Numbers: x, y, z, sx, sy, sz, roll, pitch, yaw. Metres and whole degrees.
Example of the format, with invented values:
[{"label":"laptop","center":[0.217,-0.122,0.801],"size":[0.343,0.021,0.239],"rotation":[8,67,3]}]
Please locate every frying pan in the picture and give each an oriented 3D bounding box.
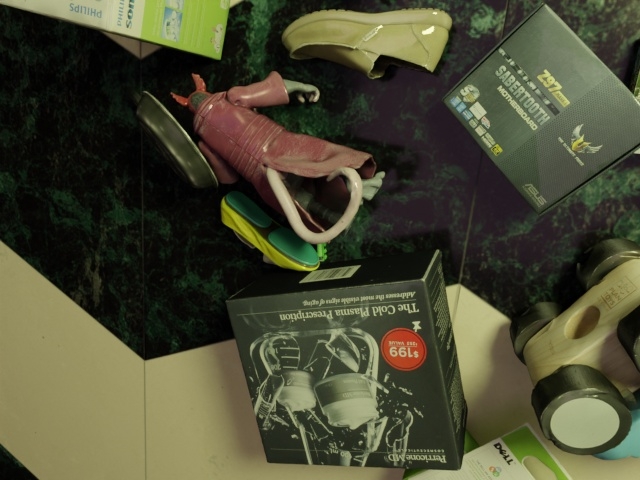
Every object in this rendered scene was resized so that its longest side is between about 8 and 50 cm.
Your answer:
[{"label":"frying pan","center":[-0.292,-0.209,0.843],"size":[0.053,0.197,0.326],"rotation":[-41,76,-14]}]

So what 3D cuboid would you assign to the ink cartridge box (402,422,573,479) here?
[{"label":"ink cartridge box","center":[0.305,0.423,0.845],"size":[0.255,0.097,0.188],"rotation":[-38,88,22]}]

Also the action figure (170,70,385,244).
[{"label":"action figure","center":[-0.100,-0.129,0.771],"size":[0.370,0.275,0.248],"rotation":[35,117,2]}]

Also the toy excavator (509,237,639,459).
[{"label":"toy excavator","center":[0.565,0.182,0.654],"size":[0.445,0.222,0.433],"rotation":[37,113,-6]}]

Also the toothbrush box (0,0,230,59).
[{"label":"toothbrush box","center":[-0.309,-0.388,0.773],"size":[0.206,0.283,0.122],"rotation":[20,109,16]}]

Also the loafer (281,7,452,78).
[{"label":"loafer","center":[0.065,-0.302,0.753],"size":[0.269,0.102,0.092],"rotation":[3,98,19]}]

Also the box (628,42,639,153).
[{"label":"box","center":[0.539,-0.183,0.636],"size":[0.233,0.044,0.159],"rotation":[10,106,18]}]

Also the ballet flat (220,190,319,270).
[{"label":"ballet flat","center":[-0.101,-0.003,0.909],"size":[0.231,0.077,0.077],"rotation":[38,126,14]}]

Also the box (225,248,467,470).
[{"label":"box","center":[0.055,0.205,0.839],"size":[0.343,0.179,0.312],"rotation":[-9,101,23]}]

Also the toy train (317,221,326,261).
[{"label":"toy train","center":[0.000,0.000,0.893],"size":[0.017,0.024,0.083],"rotation":[2,103,20]}]

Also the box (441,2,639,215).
[{"label":"box","center":[0.318,-0.180,0.686],"size":[0.183,0.059,0.232],"rotation":[-41,79,29]}]
